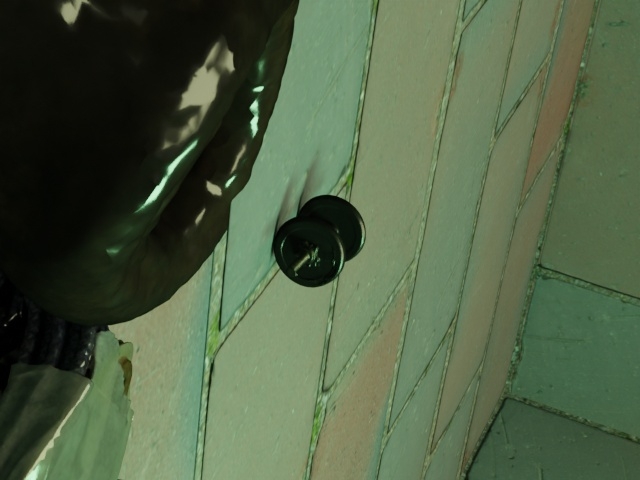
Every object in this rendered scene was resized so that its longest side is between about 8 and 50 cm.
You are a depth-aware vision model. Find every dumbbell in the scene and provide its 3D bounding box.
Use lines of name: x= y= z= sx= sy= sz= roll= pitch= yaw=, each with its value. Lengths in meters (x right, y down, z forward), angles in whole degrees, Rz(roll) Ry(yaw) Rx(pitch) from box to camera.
dumbbell: x=0.000 y=0.000 z=1.438 sx=0.147 sy=0.069 sz=0.069 roll=-45 pitch=150 yaw=-60

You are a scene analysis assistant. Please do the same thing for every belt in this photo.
belt: x=-0.182 y=0.111 z=0.772 sx=0.126 sy=0.140 sz=0.230 roll=81 pitch=33 yaw=-62

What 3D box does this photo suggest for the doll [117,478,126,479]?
doll: x=-0.158 y=0.312 z=0.972 sx=0.318 sy=0.209 sz=0.339 roll=97 pitch=16 yaw=-48

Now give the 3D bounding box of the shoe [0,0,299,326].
shoe: x=-0.134 y=-0.089 z=0.512 sx=0.384 sy=0.237 sz=0.171 roll=65 pitch=45 yaw=-70
